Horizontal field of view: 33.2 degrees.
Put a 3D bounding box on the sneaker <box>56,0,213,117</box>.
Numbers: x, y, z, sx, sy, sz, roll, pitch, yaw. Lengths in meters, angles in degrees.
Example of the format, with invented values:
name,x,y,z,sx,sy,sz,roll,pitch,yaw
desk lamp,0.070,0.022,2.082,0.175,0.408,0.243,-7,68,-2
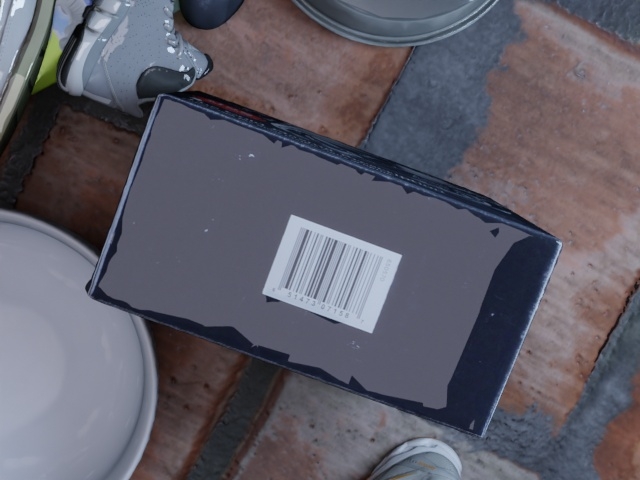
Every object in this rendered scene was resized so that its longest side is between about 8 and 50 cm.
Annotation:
name,x,y,z,sx,sy,sz,roll,pitch,yaw
sneaker,-0.149,-0.222,1.032,0.132,0.086,0.229,26,104,-23

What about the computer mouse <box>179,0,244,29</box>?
name,x,y,z,sx,sy,sz,roll,pitch,yaw
computer mouse,-0.084,-0.329,1.076,0.071,0.041,0.242,17,96,-3

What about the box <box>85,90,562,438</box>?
name,x,y,z,sx,sy,sz,roll,pitch,yaw
box,0.000,0.000,0.987,0.343,0.312,0.179,20,97,-5

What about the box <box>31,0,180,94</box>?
name,x,y,z,sx,sy,sz,roll,pitch,yaw
box,-0.237,-0.233,1.065,0.178,0.042,0.109,-31,107,-6

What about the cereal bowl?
name,x,y,z,sx,sy,sz,roll,pitch,yaw
cereal bowl,-0.327,0.129,1.078,0.339,0.141,0.339,0,96,-5

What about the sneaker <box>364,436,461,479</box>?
name,x,y,z,sx,sy,sz,roll,pitch,yaw
sneaker,0.040,0.312,1.127,0.262,0.121,0.099,-42,96,4

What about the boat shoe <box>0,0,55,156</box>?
name,x,y,z,sx,sy,sz,roll,pitch,yaw
boat shoe,-0.294,-0.215,0.980,0.103,0.113,0.302,18,85,-15

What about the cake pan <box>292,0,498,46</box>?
name,x,y,z,sx,sy,sz,roll,pitch,yaw
cake pan,0.079,-0.340,1.057,0.293,0.054,0.293,-1,97,-8
